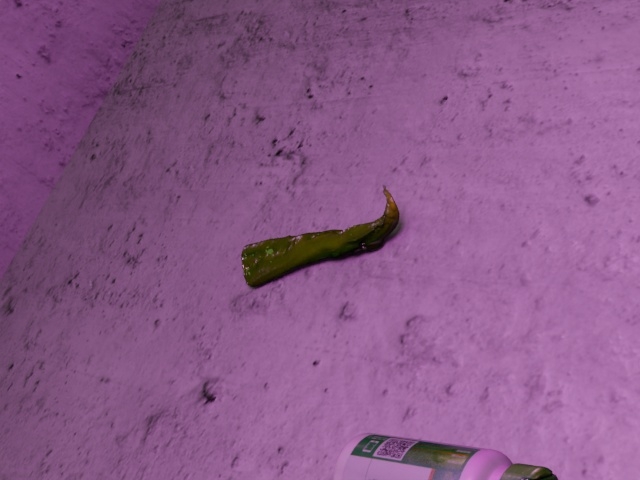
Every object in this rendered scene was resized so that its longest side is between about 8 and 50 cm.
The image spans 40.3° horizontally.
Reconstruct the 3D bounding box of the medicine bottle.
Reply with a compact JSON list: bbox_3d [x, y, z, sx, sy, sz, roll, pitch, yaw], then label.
[{"bbox_3d":[0.155,0.318,1.085,0.274,0.133,0.133,-4,57,40],"label":"medicine bottle"}]

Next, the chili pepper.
[{"bbox_3d":[0.000,0.000,1.527,0.359,0.076,0.085,-21,66,36],"label":"chili pepper"}]
